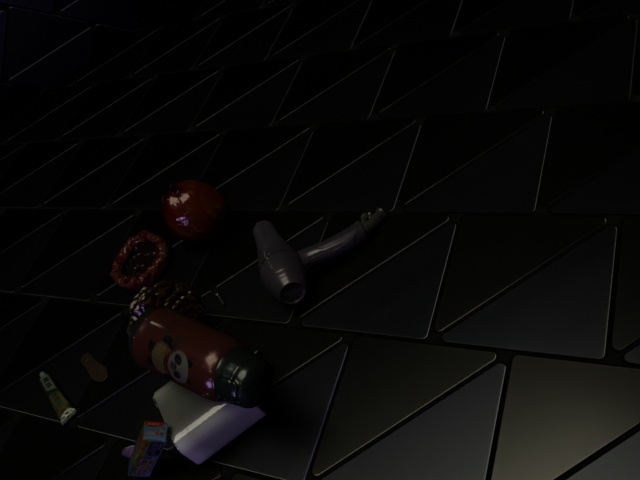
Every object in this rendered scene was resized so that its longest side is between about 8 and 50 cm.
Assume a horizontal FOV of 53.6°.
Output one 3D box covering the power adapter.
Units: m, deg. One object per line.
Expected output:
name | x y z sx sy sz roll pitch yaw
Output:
power adapter | -0.221 0.345 1.417 0.255 0.124 0.187 -36 46 -5

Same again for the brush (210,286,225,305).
brush | -0.272 0.149 1.686 0.024 0.008 0.083 -35 45 -8

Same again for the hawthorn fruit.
hawthorn fruit | -0.367 -0.094 1.807 0.185 0.202 0.185 -21 44 22

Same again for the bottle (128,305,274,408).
bottle | -0.244 0.246 1.328 0.336 0.144 0.144 14 61 34

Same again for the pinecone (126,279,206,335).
pinecone | -0.393 0.195 1.592 0.207 0.208 0.208 -15 48 17

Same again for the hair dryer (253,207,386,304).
hair dryer | 0.000 0.000 1.626 0.361 0.121 0.301 -23 37 -4

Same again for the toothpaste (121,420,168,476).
toothpaste | -0.385 0.452 1.367 0.070 0.193 0.044 11 46 -20

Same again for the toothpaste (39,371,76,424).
toothpaste | -0.703 0.411 1.681 0.049 0.031 0.204 -45 49 -12

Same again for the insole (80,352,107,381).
insole | -0.613 0.342 1.710 0.045 0.002 0.135 -47 47 -15

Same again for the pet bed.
pet bed | -0.530 0.060 1.869 0.201 0.053 0.201 -13 54 19
